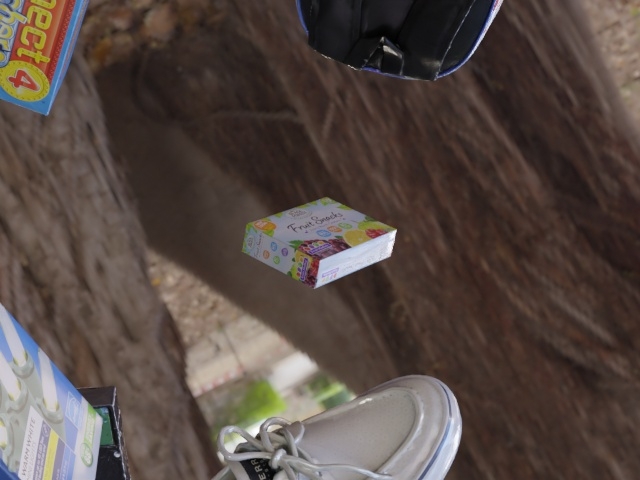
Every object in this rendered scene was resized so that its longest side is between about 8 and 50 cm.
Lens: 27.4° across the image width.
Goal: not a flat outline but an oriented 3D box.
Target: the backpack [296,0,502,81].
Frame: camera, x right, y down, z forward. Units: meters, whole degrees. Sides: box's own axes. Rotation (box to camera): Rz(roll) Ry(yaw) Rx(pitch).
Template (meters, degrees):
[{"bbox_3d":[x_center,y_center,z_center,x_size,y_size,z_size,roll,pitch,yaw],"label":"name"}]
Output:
[{"bbox_3d":[0.093,-0.318,1.441,0.213,0.276,0.263,-54,163,-65],"label":"backpack"}]

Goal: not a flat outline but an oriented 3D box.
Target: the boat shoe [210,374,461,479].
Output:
[{"bbox_3d":[-0.041,0.224,1.193,0.367,0.136,0.156,-34,137,-2],"label":"boat shoe"}]

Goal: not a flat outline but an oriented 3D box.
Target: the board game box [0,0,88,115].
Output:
[{"bbox_3d":[-0.391,-0.313,1.393,0.308,0.302,0.086,119,-13,-45],"label":"board game box"}]

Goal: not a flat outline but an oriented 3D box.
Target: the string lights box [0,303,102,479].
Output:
[{"bbox_3d":[-0.261,0.115,0.953,0.077,0.133,0.259,-18,131,15],"label":"string lights box"}]

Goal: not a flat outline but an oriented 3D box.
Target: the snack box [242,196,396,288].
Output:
[{"bbox_3d":[0.000,0.000,1.398,0.141,0.100,0.037,-21,128,-51],"label":"snack box"}]

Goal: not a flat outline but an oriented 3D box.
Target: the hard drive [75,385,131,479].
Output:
[{"bbox_3d":[-0.422,0.394,2.101,0.237,0.339,0.064,-6,-152,-1],"label":"hard drive"}]
